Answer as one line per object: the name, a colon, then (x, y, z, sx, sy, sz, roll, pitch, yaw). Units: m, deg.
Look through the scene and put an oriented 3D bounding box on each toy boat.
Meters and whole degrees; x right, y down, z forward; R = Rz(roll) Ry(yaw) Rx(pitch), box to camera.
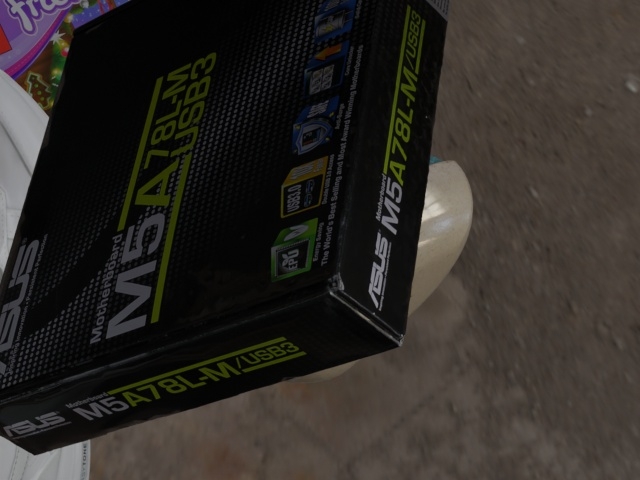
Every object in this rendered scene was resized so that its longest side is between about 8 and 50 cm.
toy boat: (0.000, 0.000, 1.564, 0.267, 0.318, 0.148, -43, 68, 7)

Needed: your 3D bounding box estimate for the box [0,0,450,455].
box: (-0.039, -0.028, 0.652, 0.184, 0.190, 0.045, -17, 138, 36)

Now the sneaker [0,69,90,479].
sneaker: (-0.205, 0.041, 1.033, 0.114, 0.152, 0.305, -7, 89, 22)

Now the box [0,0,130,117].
box: (-0.099, -0.128, 1.177, 0.293, 0.057, 0.201, -26, 115, -7)
